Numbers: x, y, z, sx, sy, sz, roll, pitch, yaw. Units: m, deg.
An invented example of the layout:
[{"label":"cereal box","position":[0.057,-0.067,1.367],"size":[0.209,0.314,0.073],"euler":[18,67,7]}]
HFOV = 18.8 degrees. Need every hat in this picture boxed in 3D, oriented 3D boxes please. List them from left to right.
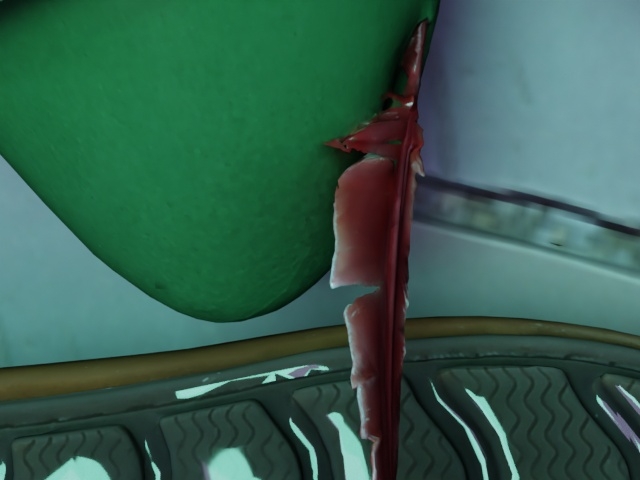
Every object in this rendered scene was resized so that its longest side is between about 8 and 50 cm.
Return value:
[{"label":"hat","position":[0.000,0.000,0.457],"size":[0.173,0.208,0.183],"euler":[-18,105,48]}]

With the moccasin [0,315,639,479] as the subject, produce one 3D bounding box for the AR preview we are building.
[{"label":"moccasin","position":[-0.014,0.097,0.508],"size":[0.380,0.147,0.139],"euler":[-6,84,2]}]
